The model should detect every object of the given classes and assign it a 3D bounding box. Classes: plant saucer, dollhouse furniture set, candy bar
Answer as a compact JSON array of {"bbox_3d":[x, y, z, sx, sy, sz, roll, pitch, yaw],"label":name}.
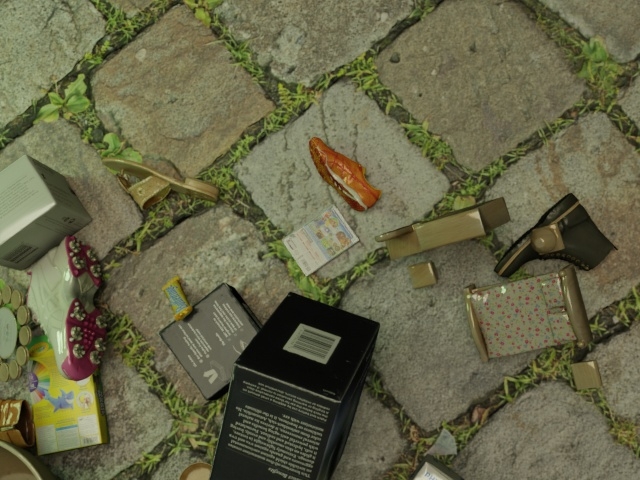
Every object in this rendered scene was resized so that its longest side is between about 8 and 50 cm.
[{"bbox_3d":[-0.221,0.452,1.768,0.084,0.015,0.083,-1,82,7],"label":"plant saucer"},{"bbox_3d":[0.278,0.121,1.646,0.303,0.174,0.355,-16,91,29],"label":"dollhouse furniture set"},{"bbox_3d":[-0.265,0.108,1.772,0.040,0.161,0.018,-38,116,-2],"label":"candy bar"}]

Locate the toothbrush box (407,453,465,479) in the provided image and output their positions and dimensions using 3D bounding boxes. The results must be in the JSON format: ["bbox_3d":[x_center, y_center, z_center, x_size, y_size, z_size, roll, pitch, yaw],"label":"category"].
[{"bbox_3d":[0.142,0.517,1.608,0.126,0.216,0.295,37,88,11],"label":"toothbrush box"}]

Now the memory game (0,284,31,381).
[{"bbox_3d":[-0.593,0.176,1.810,0.186,0.012,0.186,-1,88,45],"label":"memory game"}]

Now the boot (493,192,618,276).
[{"bbox_3d":[0.425,0.029,1.724,0.198,0.077,0.137,-43,88,5],"label":"boot"}]

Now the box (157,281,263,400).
[{"bbox_3d":[-0.185,0.187,1.765,0.158,0.093,0.156,-37,79,0],"label":"box"}]

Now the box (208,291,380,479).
[{"bbox_3d":[-0.043,0.289,1.580,0.183,0.296,0.293,19,114,9],"label":"box"}]

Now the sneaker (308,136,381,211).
[{"bbox_3d":[0.044,-0.131,1.810,0.067,0.064,0.175,-39,83,-20],"label":"sneaker"}]

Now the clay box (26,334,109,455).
[{"bbox_3d":[-0.480,0.284,1.809,0.128,0.053,0.221,-11,78,5],"label":"clay box"}]

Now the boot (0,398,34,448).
[{"bbox_3d":[-0.614,0.312,1.793,0.152,0.073,0.197,-17,93,27],"label":"boot"}]

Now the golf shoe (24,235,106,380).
[{"bbox_3d":[-0.479,0.139,1.779,0.140,0.115,0.306,-25,49,15],"label":"golf shoe"}]

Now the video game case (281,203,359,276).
[{"bbox_3d":[0.000,0.000,1.811,0.122,0.011,0.087,-35,78,1],"label":"video game case"}]

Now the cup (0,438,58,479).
[{"bbox_3d":[-0.581,0.504,1.695,0.331,0.237,0.330,-1,82,7],"label":"cup"}]

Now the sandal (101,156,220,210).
[{"bbox_3d":[-0.317,-0.093,1.829,0.240,0.088,0.079,15,77,5],"label":"sandal"}]

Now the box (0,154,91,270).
[{"bbox_3d":[-0.563,-0.048,1.807,0.182,0.181,0.119,-36,79,1],"label":"box"}]
